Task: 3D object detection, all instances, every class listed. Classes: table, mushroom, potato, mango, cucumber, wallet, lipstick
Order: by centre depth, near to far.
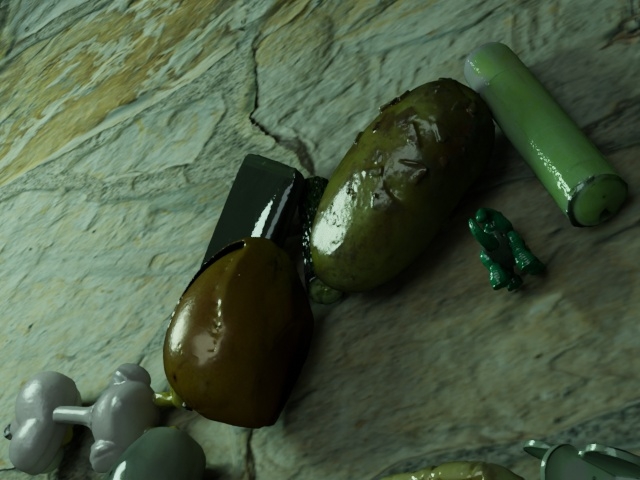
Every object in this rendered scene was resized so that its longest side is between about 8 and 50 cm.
[{"bbox_3d":[0.225,0.288,0.953,0.166,0.166,0.198,2,64,46],"label":"table"},{"bbox_3d":[0.254,-0.128,1.304,0.076,0.076,0.304,-42,39,15],"label":"lipstick"},{"bbox_3d":[-0.220,0.359,1.342,0.329,0.122,0.159,-85,15,-59],"label":"mushroom"},{"bbox_3d":[0.091,-0.066,1.368,0.298,0.141,0.176,-51,20,5],"label":"potato"},{"bbox_3d":[-0.109,0.107,1.410,0.166,0.136,0.236,17,70,25],"label":"mango"},{"bbox_3d":[0.001,0.000,1.481,0.058,0.058,0.187,-31,43,26],"label":"cucumber"},{"bbox_3d":[-0.103,0.005,1.557,0.168,0.052,0.245,25,94,57],"label":"wallet"}]

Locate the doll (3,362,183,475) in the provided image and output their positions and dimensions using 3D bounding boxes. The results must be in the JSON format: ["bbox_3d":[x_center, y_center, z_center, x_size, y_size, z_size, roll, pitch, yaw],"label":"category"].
[{"bbox_3d":[-0.337,0.255,1.605,0.365,0.094,0.160,-13,56,39],"label":"doll"}]

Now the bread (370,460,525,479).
[{"bbox_3d":[0.105,0.300,1.111,0.236,0.106,0.140,-21,50,35],"label":"bread"}]

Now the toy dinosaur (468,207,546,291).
[{"bbox_3d":[0.195,0.002,1.241,0.059,0.132,0.096,-37,64,18],"label":"toy dinosaur"}]
